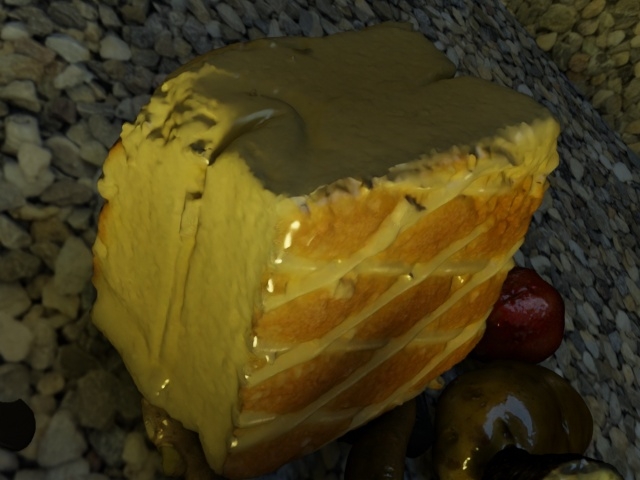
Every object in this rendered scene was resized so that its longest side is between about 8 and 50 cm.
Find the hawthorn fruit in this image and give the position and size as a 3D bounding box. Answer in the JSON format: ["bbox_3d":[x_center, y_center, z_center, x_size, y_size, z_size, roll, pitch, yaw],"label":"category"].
[{"bbox_3d":[0.287,0.117,1.573,0.179,0.173,0.173,10,47,-17],"label":"hawthorn fruit"}]

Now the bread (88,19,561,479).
[{"bbox_3d":[0.000,0.000,1.044,0.390,0.371,0.279,-18,50,-35],"label":"bread"}]

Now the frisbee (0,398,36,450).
[{"bbox_3d":[-0.369,0.145,0.892,0.211,0.012,0.187,47,34,-6],"label":"frisbee"}]

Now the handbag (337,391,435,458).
[{"bbox_3d":[0.036,0.139,1.321,0.244,0.088,0.275,25,39,-35],"label":"handbag"}]

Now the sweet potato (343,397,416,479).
[{"bbox_3d":[0.076,0.291,1.132,0.108,0.079,0.346,21,43,-26],"label":"sweet potato"}]

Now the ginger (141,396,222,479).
[{"bbox_3d":[-0.137,0.233,1.050,0.069,0.051,0.173,5,52,-44],"label":"ginger"}]

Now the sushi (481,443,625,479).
[{"bbox_3d":[0.273,0.419,1.182,0.234,0.207,0.348,-13,87,-32],"label":"sushi"}]

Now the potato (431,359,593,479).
[{"bbox_3d":[0.288,0.269,1.440,0.195,0.176,0.369,38,21,29],"label":"potato"}]
